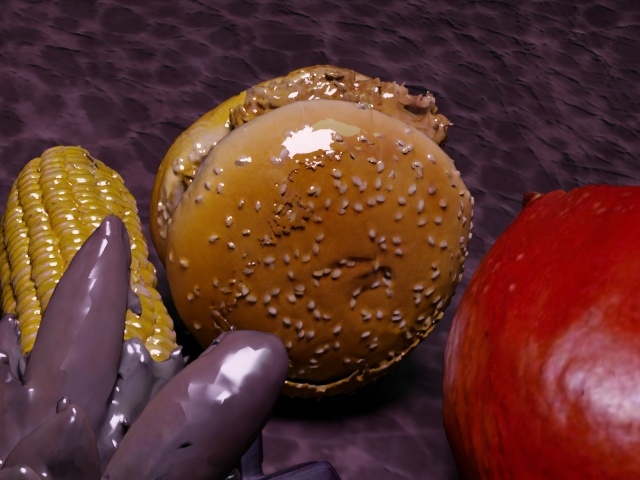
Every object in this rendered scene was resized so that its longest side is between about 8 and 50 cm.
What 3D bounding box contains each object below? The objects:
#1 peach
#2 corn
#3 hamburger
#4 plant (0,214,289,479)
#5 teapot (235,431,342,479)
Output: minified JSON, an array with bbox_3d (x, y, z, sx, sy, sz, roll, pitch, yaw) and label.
[{"bbox_3d":[0.207,0.088,0.934,0.281,0.281,0.338,2,37,-20],"label":"peach"},{"bbox_3d":[-0.127,0.042,1.013,0.101,0.101,0.291,5,33,-15],"label":"corn"},{"bbox_3d":[0.002,-0.008,1.035,0.182,0.191,0.118,37,8,-35],"label":"hamburger"},{"bbox_3d":[-0.110,0.153,0.746,0.182,0.194,0.320,11,53,0],"label":"plant"},{"bbox_3d":[-0.008,0.155,0.868,0.087,0.096,0.177,-14,58,-37],"label":"teapot"}]
